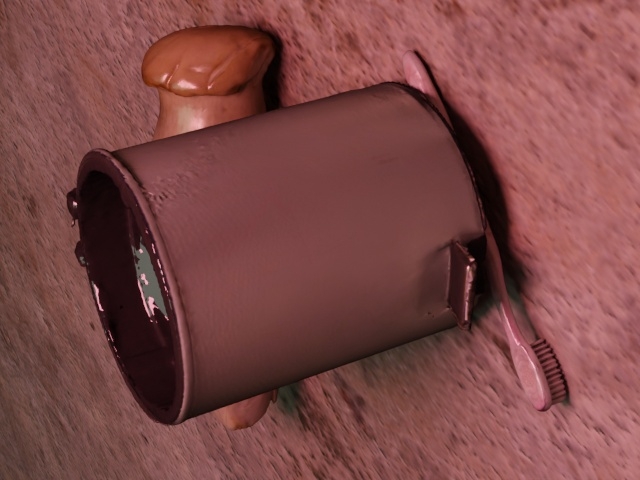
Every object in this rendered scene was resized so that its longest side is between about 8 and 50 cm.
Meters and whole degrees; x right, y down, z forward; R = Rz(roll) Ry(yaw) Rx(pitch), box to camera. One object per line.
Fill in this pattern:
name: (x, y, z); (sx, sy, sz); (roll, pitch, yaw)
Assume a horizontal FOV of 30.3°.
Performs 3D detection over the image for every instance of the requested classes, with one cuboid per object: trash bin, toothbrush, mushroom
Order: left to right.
mushroom: (-0.108, -0.017, 1.191); (0.154, 0.137, 0.408); (-133, 39, -59)
trash bin: (-0.035, 0.004, 0.942); (0.277, 0.262, 0.217); (42, 141, 48)
toothbrush: (0.128, -0.012, 0.941); (0.025, 0.029, 0.307); (-32, 76, 57)
